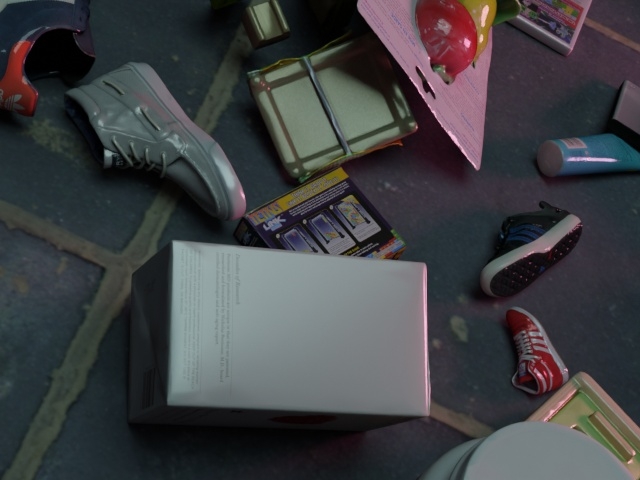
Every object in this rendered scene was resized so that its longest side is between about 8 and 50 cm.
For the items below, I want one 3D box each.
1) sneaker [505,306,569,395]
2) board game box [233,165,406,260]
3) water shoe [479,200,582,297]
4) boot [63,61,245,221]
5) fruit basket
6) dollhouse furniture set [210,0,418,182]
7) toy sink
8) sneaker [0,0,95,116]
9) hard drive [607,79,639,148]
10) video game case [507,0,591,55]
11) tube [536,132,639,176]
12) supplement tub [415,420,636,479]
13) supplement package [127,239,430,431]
[{"bbox_3d":[0.259,0.142,1.687,0.067,0.042,0.118,-22,71,-37],"label":"sneaker"},{"bbox_3d":[0.000,0.000,1.665,0.170,0.048,0.141,-28,70,-35],"label":"board game box"},{"bbox_3d":[0.263,0.012,1.773,0.080,0.073,0.203,36,43,30],"label":"water shoe"},{"bbox_3d":[-0.209,-0.104,1.627,0.123,0.095,0.258,-27,63,-29],"label":"boot"},{"bbox_3d":[0.145,-0.320,1.825,0.327,0.165,0.353,47,44,-38],"label":"fruit basket"},{"bbox_3d":[-0.016,-0.232,1.807,0.197,0.151,0.301,-22,86,-12],"label":"dollhouse furniture set"},{"bbox_3d":[0.292,0.256,1.529,0.153,0.131,0.234,49,36,12],"label":"toy sink"},{"bbox_3d":[-0.326,-0.290,1.673,0.148,0.131,0.350,30,61,-1],"label":"sneaker"},{"bbox_3d":[0.483,-0.182,1.999,0.094,0.022,0.135,32,38,-1],"label":"hard drive"},{"bbox_3d":[0.329,-0.399,2.098,0.201,0.023,0.183,30,51,-3],"label":"video game case"},{"bbox_3d":[0.406,-0.126,1.933,0.207,0.052,0.080,-7,63,-35],"label":"tube"},{"bbox_3d":[0.161,0.340,1.322,0.241,0.331,0.241,11,54,-16],"label":"supplement tub"},{"bbox_3d":[-0.048,0.113,1.459,0.293,0.177,0.175,5,75,-21],"label":"supplement package"}]
